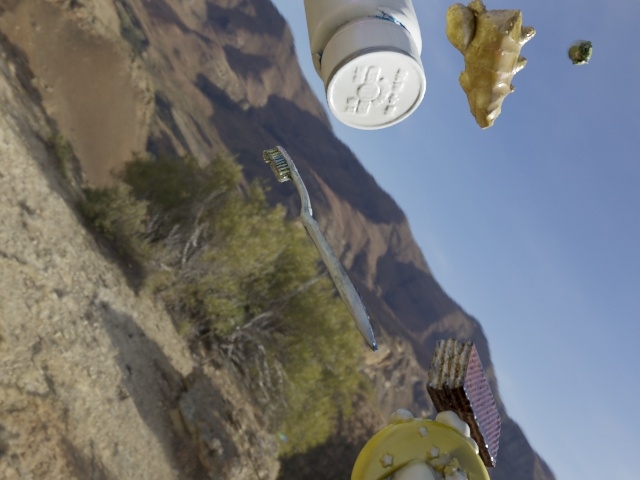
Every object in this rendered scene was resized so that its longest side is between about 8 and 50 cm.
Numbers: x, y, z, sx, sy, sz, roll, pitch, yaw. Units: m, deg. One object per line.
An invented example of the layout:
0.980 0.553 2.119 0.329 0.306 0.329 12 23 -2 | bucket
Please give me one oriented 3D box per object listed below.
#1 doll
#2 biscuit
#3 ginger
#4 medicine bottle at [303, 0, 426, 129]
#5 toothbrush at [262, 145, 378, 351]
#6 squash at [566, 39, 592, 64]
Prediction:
0.156 0.390 1.050 0.111 0.237 0.252 143 -59 -60 | doll
0.255 0.286 1.183 0.252 0.070 0.106 64 33 -32 | biscuit
0.263 -0.280 1.030 0.081 0.115 0.205 44 -18 52 | ginger
0.053 -0.276 0.869 0.143 0.143 0.258 64 15 -50 | medicine bottle
0.000 0.000 1.076 0.035 0.042 0.413 92 -26 -57 | toothbrush
0.521 -0.378 1.347 0.052 0.052 0.183 63 24 -8 | squash
